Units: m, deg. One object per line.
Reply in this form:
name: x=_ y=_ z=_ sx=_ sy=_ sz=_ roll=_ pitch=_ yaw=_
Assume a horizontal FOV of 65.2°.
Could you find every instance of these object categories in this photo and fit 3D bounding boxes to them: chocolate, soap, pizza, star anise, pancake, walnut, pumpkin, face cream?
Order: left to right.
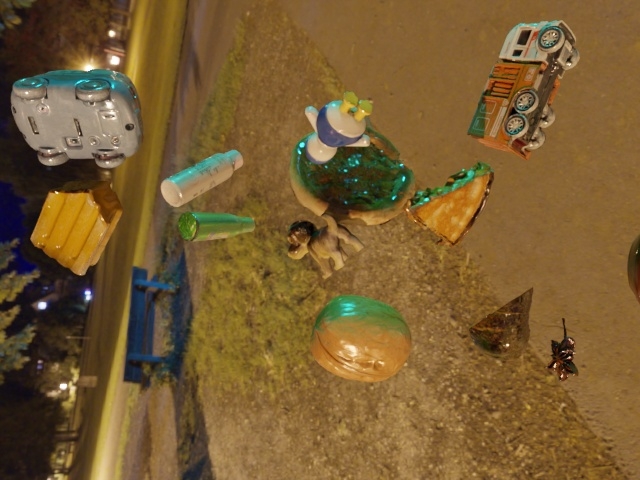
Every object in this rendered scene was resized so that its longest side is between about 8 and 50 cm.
soap: x=-0.593 y=-0.050 z=1.228 sx=0.257 sy=0.160 sz=0.080 roll=-49 pitch=8 yaw=30
face cream: x=-0.319 y=-0.184 z=1.394 sx=0.082 sy=0.269 sz=0.081 roll=19 pitch=129 yaw=26
chocolate: x=-0.354 y=-0.052 z=1.774 sx=0.110 sy=0.291 sz=0.110 roll=3 pitch=94 yaw=38
pancake: x=0.095 y=-0.198 z=1.429 sx=0.071 sy=0.383 sz=0.381 roll=112 pitch=154 yaw=-54
walnut: x=0.080 y=0.189 z=0.960 sx=0.165 sy=0.197 sz=0.165 roll=-53 pitch=22 yaw=33
pizza: x=0.340 y=-0.071 z=1.371 sx=0.074 sy=0.288 sz=0.251 roll=50 pitch=155 yaw=44
pumpkin: x=0.594 y=0.292 z=1.582 sx=0.278 sy=0.111 sz=0.163 roll=-45 pitch=68 yaw=31
star anise: x=0.722 y=0.322 z=1.487 sx=0.097 sy=0.070 sz=0.190 roll=131 pitch=147 yaw=-68

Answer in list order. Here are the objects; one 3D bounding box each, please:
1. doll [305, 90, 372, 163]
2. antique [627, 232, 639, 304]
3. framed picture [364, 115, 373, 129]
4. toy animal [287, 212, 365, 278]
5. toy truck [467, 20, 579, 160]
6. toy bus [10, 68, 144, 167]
doll: x=0.016 y=-0.144 z=0.676 sx=0.143 sy=0.099 sz=0.057 roll=-42 pitch=29 yaw=56
antique: x=0.843 y=0.054 z=1.211 sx=0.129 sy=0.224 sz=0.277 roll=1 pitch=60 yaw=52
framed picture: x=0.139 y=-0.319 z=1.811 sx=0.250 sy=0.016 sz=0.184 roll=134 pitch=122 yaw=-61
toy animal: x=0.004 y=0.012 z=1.328 sx=0.168 sy=0.121 sz=0.233 roll=55 pitch=153 yaw=-11
toy truck: x=0.615 y=-0.465 z=1.537 sx=0.207 sy=0.174 sz=0.387 roll=28 pitch=101 yaw=42
toy bus: x=-0.565 y=-0.318 z=1.207 sx=0.231 sy=0.295 sz=0.197 roll=-90 pitch=1 yaw=-51
